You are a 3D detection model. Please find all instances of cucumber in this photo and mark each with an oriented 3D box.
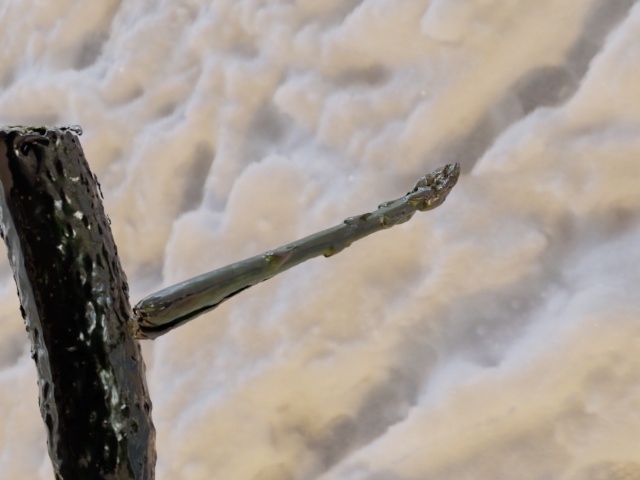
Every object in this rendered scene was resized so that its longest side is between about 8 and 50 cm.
[{"bbox_3d":[-0.127,0.043,0.579,0.067,0.067,0.245,-27,75,33],"label":"cucumber"}]

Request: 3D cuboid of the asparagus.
[{"bbox_3d":[0.000,0.000,0.568,0.022,0.233,0.023,-7,104,51],"label":"asparagus"}]
